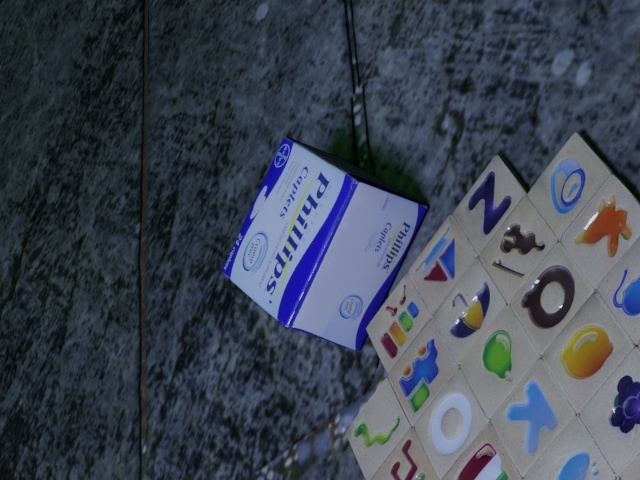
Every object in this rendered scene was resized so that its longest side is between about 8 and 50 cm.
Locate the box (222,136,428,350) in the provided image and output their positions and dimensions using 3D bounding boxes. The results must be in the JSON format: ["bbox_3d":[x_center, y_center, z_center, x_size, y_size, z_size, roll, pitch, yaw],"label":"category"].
[{"bbox_3d":[0.000,0.000,1.164,0.137,0.072,0.126,34,101,58],"label":"box"}]

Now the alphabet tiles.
[{"bbox_3d":[0.129,0.097,0.960,0.285,0.011,0.342,-55,33,20],"label":"alphabet tiles"}]
